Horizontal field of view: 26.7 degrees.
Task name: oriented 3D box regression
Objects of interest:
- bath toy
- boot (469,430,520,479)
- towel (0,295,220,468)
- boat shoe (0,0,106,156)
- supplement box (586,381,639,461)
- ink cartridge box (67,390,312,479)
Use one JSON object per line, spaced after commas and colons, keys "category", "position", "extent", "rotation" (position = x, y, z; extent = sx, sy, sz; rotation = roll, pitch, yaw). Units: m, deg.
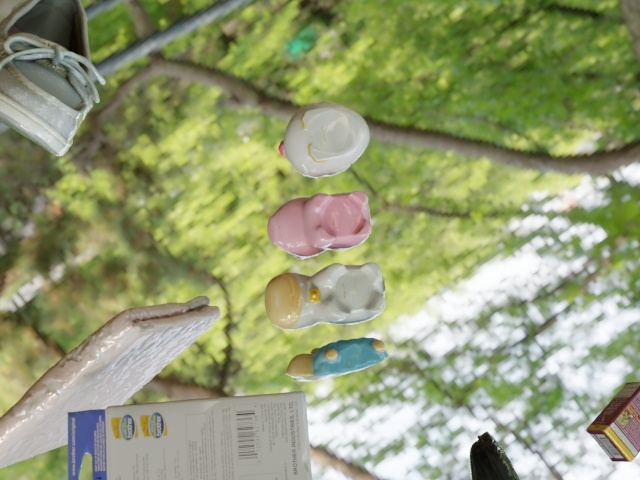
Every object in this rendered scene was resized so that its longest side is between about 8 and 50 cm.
{"category": "bath toy", "position": [0.000, 0.000, 1.716], "extent": [0.152, 0.348, 0.129], "rotation": [-1, 170, -10]}
{"category": "boot", "position": [0.195, 0.408, 1.821], "extent": [0.207, 0.246, 0.094], "rotation": [-27, 165, 8]}
{"category": "towel", "position": [-0.322, 0.200, 1.948], "extent": [0.332, 0.053, 0.317], "rotation": [-42, 169, 15]}
{"category": "boat shoe", "position": [-0.264, -0.169, 1.270], "extent": [0.103, 0.118, 0.320], "rotation": [-53, -162, 11]}
{"category": "supplement box", "position": [0.364, 0.214, 1.595], "extent": [0.083, 0.055, 0.043], "rotation": [-43, -171, -21]}
{"category": "ink cartridge box", "position": [-0.166, 0.299, 1.734], "extent": [0.311, 0.185, 0.065], "rotation": [-4, 162, -3]}
